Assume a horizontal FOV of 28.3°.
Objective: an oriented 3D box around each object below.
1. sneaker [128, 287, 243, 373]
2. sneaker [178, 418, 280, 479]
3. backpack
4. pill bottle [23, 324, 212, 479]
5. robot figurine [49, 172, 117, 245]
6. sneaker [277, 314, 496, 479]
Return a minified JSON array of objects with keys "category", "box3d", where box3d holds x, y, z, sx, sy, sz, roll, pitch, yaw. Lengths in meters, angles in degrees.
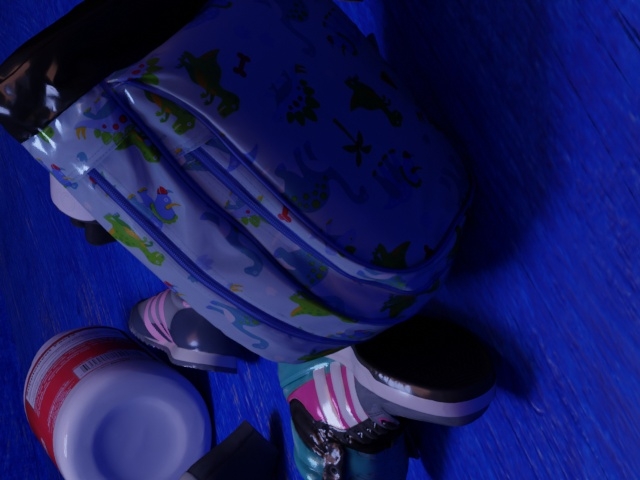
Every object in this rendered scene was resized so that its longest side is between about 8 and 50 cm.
[{"category":"sneaker","box3d":[-0.175,0.092,1.730,0.319,0.112,0.131,15,95,63]},{"category":"sneaker","box3d":[-0.085,0.325,1.622,0.083,0.118,0.222,35,162,36]},{"category":"backpack","box3d":[-0.048,-0.066,1.039,0.273,0.290,0.355,-18,110,34]},{"category":"pill bottle","box3d":[-0.334,0.261,1.986,0.407,0.229,0.229,-160,64,-66]},{"category":"robot figurine","box3d":[-0.309,-0.134,1.861,0.173,0.209,0.278,-55,-26,-55]},{"category":"sneaker","box3d":[0.055,0.164,1.139,0.295,0.123,0.178,17,120,59]}]
